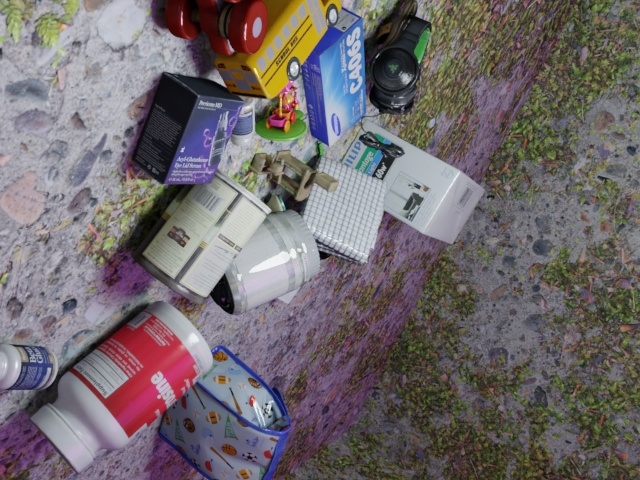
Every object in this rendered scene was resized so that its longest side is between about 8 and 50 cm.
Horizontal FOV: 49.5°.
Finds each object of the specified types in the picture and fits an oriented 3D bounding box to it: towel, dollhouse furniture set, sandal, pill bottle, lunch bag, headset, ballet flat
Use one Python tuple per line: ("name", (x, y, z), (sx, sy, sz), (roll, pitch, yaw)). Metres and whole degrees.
("towel", (0.054, -0.079, 2.001), (0.121, 0.235, 0.284), (-45, -155, 56))
("dollhouse furniture set", (-0.078, -0.148, 1.833), (0.161, 0.182, 0.101), (-18, 137, -55))
("sandal", (0.193, -0.577, 1.926), (0.219, 0.060, 0.090), (-60, 167, 7))
("pill bottle", (-0.480, 0.355, 1.692), (0.407, 0.229, 0.229), (-42, 153, -27))
("lunch bag", (-0.276, 0.577, 2.174), (0.239, 0.385, 0.328), (-23, 140, -50))
("headset", (0.226, -0.419, 1.905), (0.394, 0.185, 0.243), (-61, 170, -13))
("ballet flat", (-0.134, -0.042, 2.012), (0.086, 0.086, 0.248), (-46, 156, -19))
("pill bottle", (-0.185, -0.279, 1.604), (0.067, 0.067, 0.120), (-39, 151, -32))
("pill bottle", (-0.638, 0.263, 1.441), (0.094, 0.094, 0.169), (-56, 157, 2))

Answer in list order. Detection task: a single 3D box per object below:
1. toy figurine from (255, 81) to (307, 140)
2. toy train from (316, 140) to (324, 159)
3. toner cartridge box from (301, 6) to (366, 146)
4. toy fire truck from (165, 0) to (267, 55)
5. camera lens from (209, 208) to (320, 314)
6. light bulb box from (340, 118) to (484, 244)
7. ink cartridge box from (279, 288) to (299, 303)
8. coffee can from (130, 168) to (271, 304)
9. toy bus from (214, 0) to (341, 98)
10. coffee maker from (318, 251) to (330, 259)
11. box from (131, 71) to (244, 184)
("toy figurine", (-0.088, -0.348, 1.667), (0.173, 0.130, 0.159), (-60, 159, -51))
("toy train", (0.000, -0.264, 2.034), (0.024, 0.017, 0.083), (-54, 158, -26))
("toner cartridge box", (0.039, -0.420, 1.827), (0.165, 0.075, 0.348), (-45, 155, -19))
("toy fire truck", (-0.169, -0.499, 1.254), (0.302, 0.169, 0.254), (75, 36, -62))
("camera lens", (-0.167, 0.056, 1.828), (0.274, 0.219, 0.219), (-23, 144, -23))
("light bulb box", (0.292, -0.182, 2.261), (0.225, 0.361, 0.358), (-60, 156, 8))
("ink cartridge box", (-0.126, 0.083, 2.243), (0.189, 0.066, 0.232), (-54, 135, -1))
("coffee can", (-0.274, -0.019, 1.613), (0.275, 0.201, 0.201), (-53, 156, -3))
("toy bus", (-0.081, -0.439, 1.466), (0.333, 0.108, 0.130), (-59, 144, -26))
("coffee maker", (0.000, 0.000, 2.127), (0.120, 0.171, 0.178), (-64, 180, 12))
("box", (-0.276, -0.230, 1.449), (0.153, 0.108, 0.207), (-11, 132, -57))
